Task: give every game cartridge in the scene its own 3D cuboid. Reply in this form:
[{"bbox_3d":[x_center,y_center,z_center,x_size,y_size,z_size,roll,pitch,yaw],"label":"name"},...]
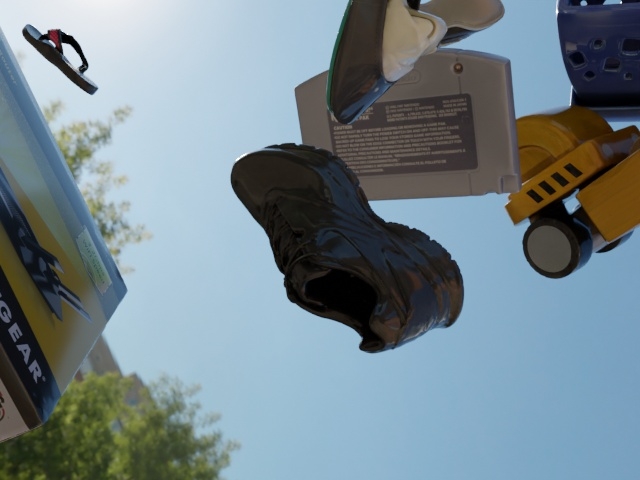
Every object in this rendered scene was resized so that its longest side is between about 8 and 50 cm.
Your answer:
[{"bbox_3d":[0.112,-0.152,1.073,0.294,0.060,0.196,-1,-69,26],"label":"game cartridge"}]

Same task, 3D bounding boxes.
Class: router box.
[{"bbox_3d":[-0.242,-0.052,0.510,0.243,0.080,0.309,-100,168,-75],"label":"router box"}]

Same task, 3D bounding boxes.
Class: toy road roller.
[{"bbox_3d":[0.406,-0.115,1.175,0.329,0.202,0.241,-40,-104,46],"label":"toy road roller"}]

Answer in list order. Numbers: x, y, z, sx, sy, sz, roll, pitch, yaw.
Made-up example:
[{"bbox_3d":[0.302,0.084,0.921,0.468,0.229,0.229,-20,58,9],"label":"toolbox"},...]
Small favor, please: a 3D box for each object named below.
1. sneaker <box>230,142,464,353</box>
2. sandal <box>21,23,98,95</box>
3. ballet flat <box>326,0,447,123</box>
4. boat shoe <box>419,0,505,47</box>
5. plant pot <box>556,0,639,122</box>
[{"bbox_3d":[0.000,0.000,0.786,0.286,0.130,0.109,36,-47,29],"label":"sneaker"},{"bbox_3d":[-0.305,-0.226,0.974,0.040,0.067,0.179,-53,-133,2],"label":"sandal"},{"bbox_3d":[0.056,-0.171,0.543,0.074,0.074,0.203,30,-66,43],"label":"ballet flat"},{"bbox_3d":[0.194,-0.342,1.272,0.075,0.206,0.065,66,-22,10],"label":"boat shoe"},{"bbox_3d":[0.502,-0.318,1.281,0.235,0.236,0.212,1,-52,21],"label":"plant pot"}]
